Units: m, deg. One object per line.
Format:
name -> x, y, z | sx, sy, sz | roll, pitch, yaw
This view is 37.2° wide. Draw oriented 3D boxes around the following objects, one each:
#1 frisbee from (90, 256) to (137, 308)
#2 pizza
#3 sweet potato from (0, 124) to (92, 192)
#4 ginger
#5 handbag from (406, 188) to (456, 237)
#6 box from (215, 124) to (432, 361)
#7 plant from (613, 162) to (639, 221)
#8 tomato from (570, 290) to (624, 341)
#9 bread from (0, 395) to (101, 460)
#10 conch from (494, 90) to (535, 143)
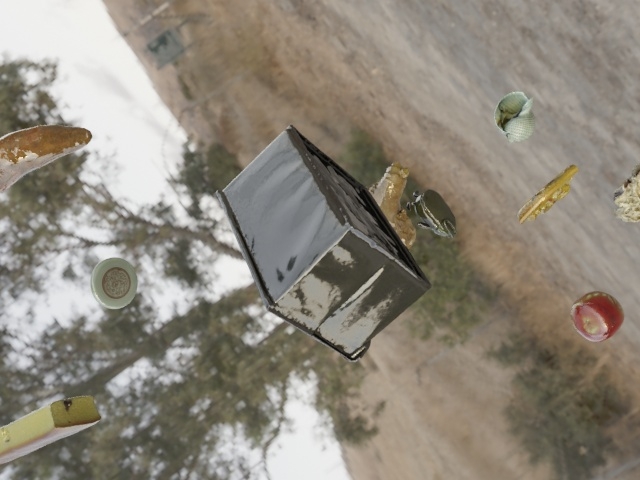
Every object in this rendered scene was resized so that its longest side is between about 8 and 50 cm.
frisbee -> -0.434, 0.090, 2.006 | 0.014, 0.110, 0.110 | -5, 129, 50
pizza -> 0.463, -0.087, 1.931 | 0.035, 0.160, 0.099 | 51, -172, 19
sweet potato -> -0.567, -0.152, 1.771 | 0.097, 0.292, 0.097 | -22, -90, -83
ginger -> 0.140, -0.064, 2.111 | 0.074, 0.138, 0.213 | -7, -89, -64
handbag -> 0.215, -0.045, 1.772 | 0.111, 0.072, 0.047 | 45, 145, -15
box -> -0.001, 0.001, 1.716 | 0.251, 0.204, 0.345 | 37, -164, -42
plant -> 0.462, -0.079, 1.372 | 0.122, 0.117, 0.104 | -137, 35, -73
tomato -> 0.463, 0.128, 1.597 | 0.087, 0.087, 0.075 | 54, -154, 1
bread -> -0.683, 0.453, 2.236 | 0.138, 0.361, 0.077 | -2, -110, -55
conch -> 0.334, -0.210, 1.641 | 0.076, 0.085, 0.056 | 22, 165, 3
